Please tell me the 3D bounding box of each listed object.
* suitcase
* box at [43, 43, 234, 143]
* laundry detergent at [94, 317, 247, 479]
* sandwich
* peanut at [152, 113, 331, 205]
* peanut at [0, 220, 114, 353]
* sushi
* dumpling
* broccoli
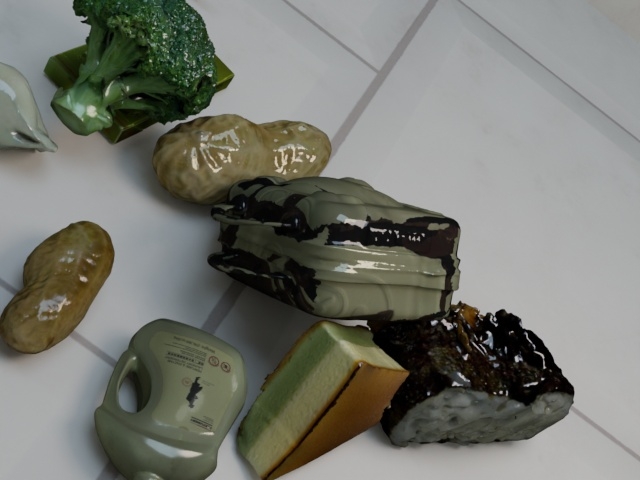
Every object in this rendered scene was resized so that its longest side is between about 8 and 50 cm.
[{"bbox_3d":[0.000,0.000,1.441,0.339,0.351,0.194,5,97,-32],"label":"suitcase"},{"bbox_3d":[-0.301,-0.286,1.682,0.173,0.043,0.311,45,41,5],"label":"box"},{"bbox_3d":[-0.198,0.230,1.277,0.181,0.091,0.253,28,43,-12],"label":"laundry detergent"},{"bbox_3d":[0.005,0.231,1.388,0.108,0.220,0.186,44,12,29],"label":"sandwich"},{"bbox_3d":[-0.123,-0.137,1.603,0.325,0.153,0.140,-9,43,-32],"label":"peanut"},{"bbox_3d":[-0.352,0.062,1.310,0.108,0.095,0.226,20,47,0],"label":"peanut"},{"bbox_3d":[0.242,0.200,1.530,0.348,0.234,0.208,12,47,-34],"label":"sushi"},{"bbox_3d":[-0.475,-0.199,1.439,0.229,0.124,0.151,42,5,-6],"label":"dumpling"},{"bbox_3d":[-0.287,-0.270,1.486,0.270,0.270,0.270,44,72,4],"label":"broccoli"}]
